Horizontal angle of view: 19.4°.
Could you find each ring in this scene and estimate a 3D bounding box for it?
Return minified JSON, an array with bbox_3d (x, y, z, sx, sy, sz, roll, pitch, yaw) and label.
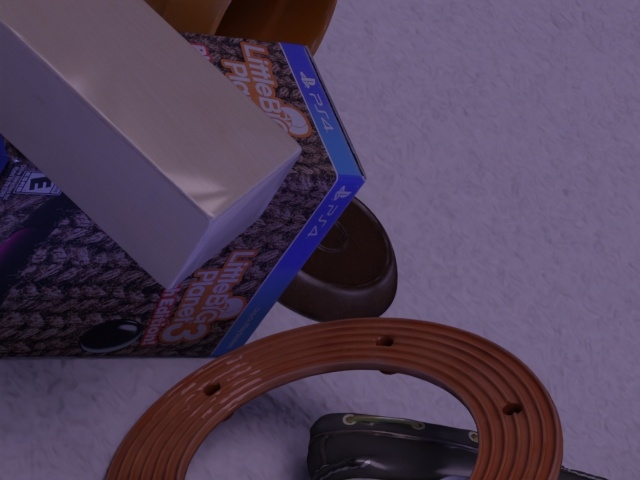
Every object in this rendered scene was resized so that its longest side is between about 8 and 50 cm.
[{"bbox_3d":[0.008,0.167,1.351,0.336,0.032,0.336,-10,32,6],"label":"ring"}]

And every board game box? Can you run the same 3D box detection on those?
[{"bbox_3d":[-0.157,-0.033,1.413,0.291,0.232,0.141,2,51,-34],"label":"board game box"}]

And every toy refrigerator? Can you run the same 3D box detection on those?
[{"bbox_3d":[-0.153,-0.101,1.232,0.269,0.094,0.102,42,47,7],"label":"toy refrigerator"}]

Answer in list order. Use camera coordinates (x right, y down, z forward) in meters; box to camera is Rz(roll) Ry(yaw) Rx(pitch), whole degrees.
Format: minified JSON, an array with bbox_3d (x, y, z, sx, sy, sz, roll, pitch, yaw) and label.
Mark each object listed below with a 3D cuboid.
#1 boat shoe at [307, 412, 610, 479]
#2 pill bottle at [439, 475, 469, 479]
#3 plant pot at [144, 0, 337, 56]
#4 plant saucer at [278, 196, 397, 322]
[{"bbox_3d":[0.131,0.197,1.487,0.305,0.109,0.091,10,50,-23],"label":"boat shoe"},{"bbox_3d":[0.076,0.238,1.382,0.078,0.137,0.078,20,41,-19],"label":"pill bottle"},{"bbox_3d":[-0.115,-0.231,1.691,0.188,0.205,0.205,32,36,22],"label":"plant pot"},{"bbox_3d":[0.000,0.000,1.655,0.168,0.029,0.168,21,41,-19],"label":"plant saucer"}]
